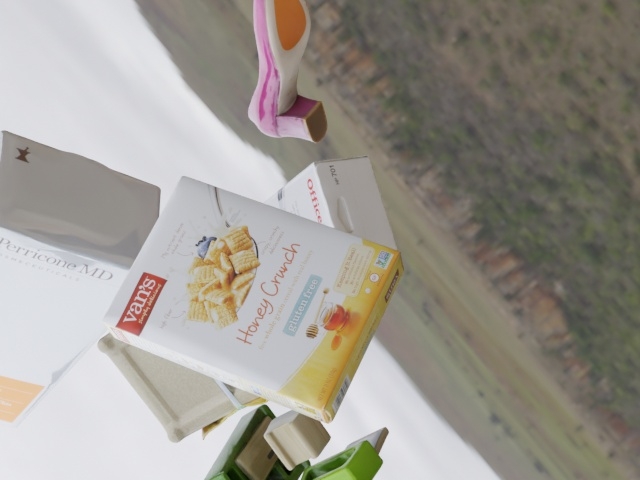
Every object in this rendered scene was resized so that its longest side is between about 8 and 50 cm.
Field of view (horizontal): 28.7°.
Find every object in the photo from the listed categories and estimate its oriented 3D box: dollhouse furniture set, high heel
[{"bbox_3d":[-0.078,0.158,1.420,0.301,0.197,0.151,54,-150,-9],"label":"dollhouse furniture set"},{"bbox_3d":[-0.066,-0.226,1.518,0.117,0.082,0.244,18,145,33],"label":"high heel"}]

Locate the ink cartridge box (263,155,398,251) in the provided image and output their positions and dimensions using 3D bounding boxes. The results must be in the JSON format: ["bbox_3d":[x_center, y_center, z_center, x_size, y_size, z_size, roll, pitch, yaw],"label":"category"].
[{"bbox_3d":[0.000,0.000,1.470,0.191,0.082,0.139,-33,69,55],"label":"ink cartridge box"}]

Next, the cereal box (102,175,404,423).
[{"bbox_3d":[-0.064,0.051,1.187,0.240,0.173,0.047,19,158,18],"label":"cereal box"}]

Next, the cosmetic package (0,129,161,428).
[{"bbox_3d":[-0.424,0.071,1.713,0.230,0.453,0.161,20,-133,-27],"label":"cosmetic package"}]
